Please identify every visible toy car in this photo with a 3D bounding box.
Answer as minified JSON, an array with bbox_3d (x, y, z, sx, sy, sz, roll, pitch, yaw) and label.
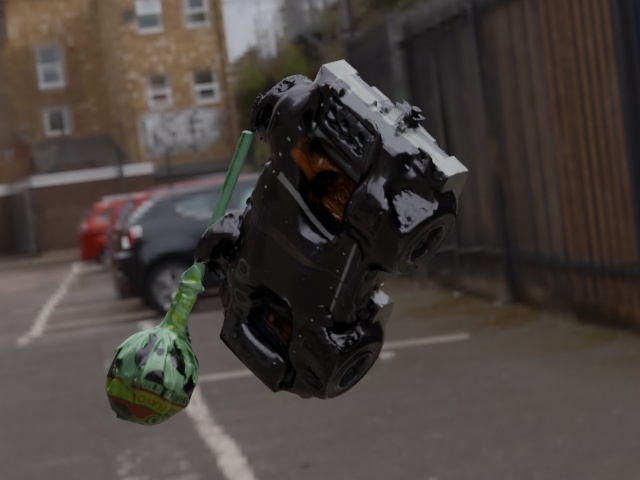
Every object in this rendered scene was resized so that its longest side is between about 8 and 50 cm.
[{"bbox_3d":[0.001,0.000,1.311,0.193,0.301,0.118,43,41,23],"label":"toy car"}]

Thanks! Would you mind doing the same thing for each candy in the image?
[{"bbox_3d":[-0.129,0.034,1.497,0.091,0.305,0.083,20,-1,37],"label":"candy"}]
